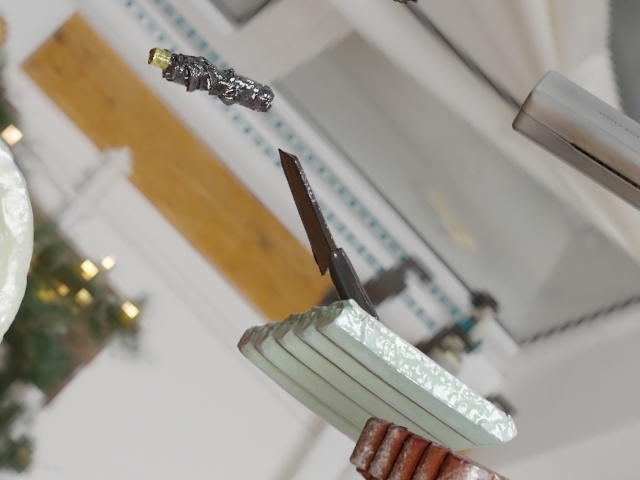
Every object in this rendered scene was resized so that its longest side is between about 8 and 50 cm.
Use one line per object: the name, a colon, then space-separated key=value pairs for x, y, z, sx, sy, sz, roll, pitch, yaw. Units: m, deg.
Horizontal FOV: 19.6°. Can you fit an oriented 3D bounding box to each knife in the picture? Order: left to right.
knife: x=0.000 y=0.000 z=1.914 sx=0.028 sy=0.230 sz=0.060 roll=-15 pitch=159 yaw=-24

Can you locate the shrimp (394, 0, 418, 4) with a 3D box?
shrimp: x=0.032 y=-0.286 z=1.851 sx=0.034 sy=0.161 sz=0.091 roll=-51 pitch=176 yaw=17

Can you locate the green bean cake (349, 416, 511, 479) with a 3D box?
green bean cake: x=0.105 y=0.200 z=1.498 sx=0.135 sy=0.135 sz=0.056 roll=21 pitch=-100 yaw=47

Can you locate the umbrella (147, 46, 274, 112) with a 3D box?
umbrella: x=-0.117 y=-0.170 z=1.968 sx=0.037 sy=0.144 sz=0.040 roll=-47 pitch=-146 yaw=41

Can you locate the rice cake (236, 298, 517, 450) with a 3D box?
rice cake: x=0.045 y=0.130 z=1.642 sx=0.189 sy=0.198 sz=0.037 roll=-18 pitch=-142 yaw=51

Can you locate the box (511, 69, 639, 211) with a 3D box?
box: x=0.315 y=-0.082 z=1.894 sx=0.055 sy=0.243 sz=0.103 roll=-60 pitch=173 yaw=27

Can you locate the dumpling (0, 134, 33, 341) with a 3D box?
dumpling: x=-0.345 y=-0.005 z=1.511 sx=0.226 sy=0.243 sz=0.175 roll=-16 pitch=-163 yaw=-24
